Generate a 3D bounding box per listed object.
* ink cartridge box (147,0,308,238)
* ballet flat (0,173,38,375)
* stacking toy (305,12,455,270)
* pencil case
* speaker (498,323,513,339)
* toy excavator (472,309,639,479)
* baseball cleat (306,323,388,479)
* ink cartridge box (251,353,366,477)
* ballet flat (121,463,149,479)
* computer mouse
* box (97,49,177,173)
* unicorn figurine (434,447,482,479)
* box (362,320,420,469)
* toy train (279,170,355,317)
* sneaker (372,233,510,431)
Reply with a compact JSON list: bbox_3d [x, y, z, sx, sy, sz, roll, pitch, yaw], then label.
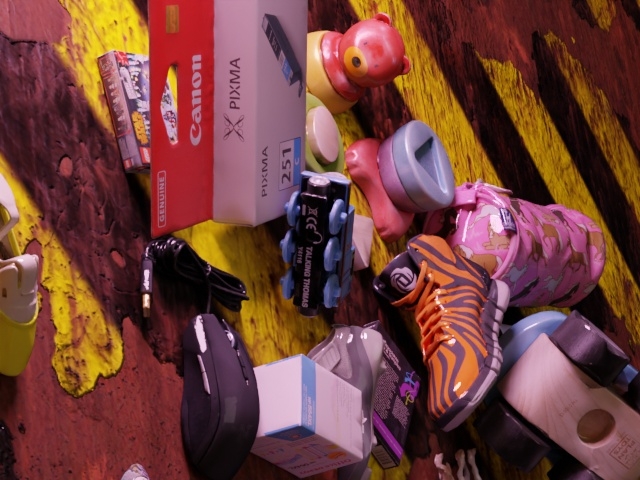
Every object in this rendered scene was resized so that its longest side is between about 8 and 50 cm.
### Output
[{"bbox_3d":[-0.099,-0.162,1.718,0.261,0.066,0.296,-23,116,-62],"label":"ink cartridge box"},{"bbox_3d":[-0.298,0.008,1.373,0.077,0.077,0.231,-16,87,-62],"label":"ballet flat"},{"bbox_3d":[0.078,-0.136,2.051,0.309,0.130,0.279,59,30,-19],"label":"stacking toy"},{"bbox_3d":[0.305,0.013,2.322,0.160,0.167,0.386,48,19,27],"label":"pencil case"},{"bbox_3d":[0.283,0.155,2.296,0.136,0.055,0.055,12,62,-56],"label":"speaker"},{"bbox_3d":[0.408,0.243,2.294,0.433,0.222,0.445,37,9,-17],"label":"toy excavator"},{"bbox_3d":[0.019,0.203,1.819,0.109,0.072,0.206,12,75,-14],"label":"baseball cleat"},{"bbox_3d":[-0.017,0.204,1.715,0.143,0.092,0.090,36,44,-44],"label":"ink cartridge box"},{"bbox_3d":[-0.180,0.258,1.459,0.041,0.041,0.114,56,32,-24],"label":"ballet flat"},{"bbox_3d":[-0.124,0.117,1.620,0.184,0.060,0.262,38,41,-45],"label":"computer mouse"},{"bbox_3d":[-0.197,-0.142,1.690,0.094,0.027,0.137,-1,74,-59],"label":"box"},{"bbox_3d":[0.207,0.340,2.060,0.162,0.060,0.111,-1,73,-43],"label":"unicorn figurine"},{"bbox_3d":[0.078,0.198,1.949,0.116,0.029,0.162,55,33,-26],"label":"box"},{"bbox_3d":[0.000,0.000,1.825,0.105,0.080,0.184,-49,146,-61],"label":"toy train"},{"bbox_3d":[0.145,0.112,2.009,0.180,0.124,0.321,37,29,-11],"label":"sneaker"}]
